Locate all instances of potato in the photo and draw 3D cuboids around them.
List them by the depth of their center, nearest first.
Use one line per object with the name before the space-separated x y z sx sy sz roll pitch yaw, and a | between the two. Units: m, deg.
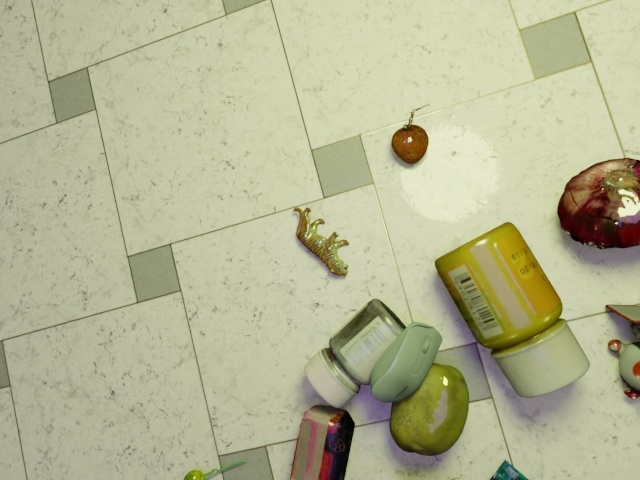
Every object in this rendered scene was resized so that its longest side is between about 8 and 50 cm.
potato | 0.280 0.432 1.215 0.197 0.148 0.228 2 72 26

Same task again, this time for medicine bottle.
medicine bottle | 0.467 0.166 1.161 0.224 0.224 0.384 -30 80 7
medicine bottle | 0.102 0.298 1.253 0.273 0.165 0.165 -44 80 7

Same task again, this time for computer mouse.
computer mouse | 0.214 0.306 1.158 0.128 0.079 0.230 28 101 -32

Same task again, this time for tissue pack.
tissue pack | 0.513 0.646 1.221 0.138 0.028 0.085 36 93 8

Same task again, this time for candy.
candy | -0.305 0.674 1.368 0.194 0.062 0.058 -21 38 0

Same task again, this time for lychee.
lychee | 0.246 -0.281 1.296 0.114 0.101 0.140 -21 96 -23

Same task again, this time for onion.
onion | 0.721 -0.075 1.148 0.252 0.219 0.252 -21 39 19

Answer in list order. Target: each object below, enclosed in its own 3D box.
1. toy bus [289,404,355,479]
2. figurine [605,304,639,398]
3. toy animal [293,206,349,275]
toy bus | 0.002 0.603 1.272 0.147 0.127 0.302 12 90 16
figurine | 0.803 0.286 1.140 0.184 0.160 0.226 2 96 11
toy animal | 0.000 0.000 1.346 0.241 0.057 0.099 41 94 10
